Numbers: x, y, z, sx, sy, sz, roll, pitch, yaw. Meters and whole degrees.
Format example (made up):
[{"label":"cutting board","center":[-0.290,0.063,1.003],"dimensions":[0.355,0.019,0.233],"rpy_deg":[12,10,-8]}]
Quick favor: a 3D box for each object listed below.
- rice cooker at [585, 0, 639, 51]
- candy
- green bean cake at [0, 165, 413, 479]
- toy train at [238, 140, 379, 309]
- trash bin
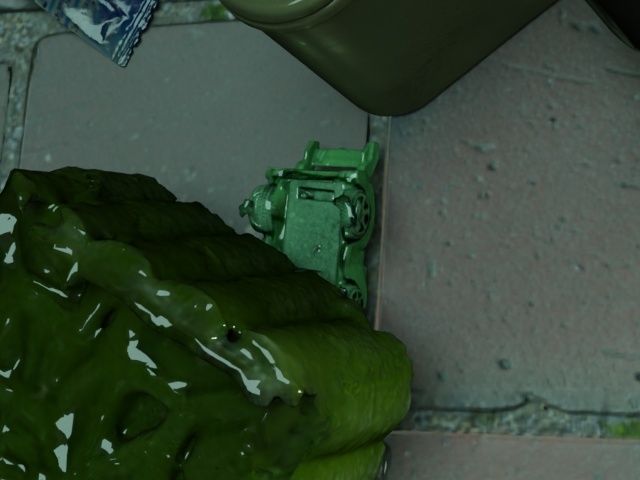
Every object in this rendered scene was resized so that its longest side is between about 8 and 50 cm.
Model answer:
[{"label":"rice cooker","center":[0.327,-0.211,0.909],"dimensions":[0.335,0.335,0.325],"rpy_deg":[-38,67,9]},{"label":"candy","center":[-0.198,-0.218,1.274],"dimensions":[0.136,0.038,0.088],"rpy_deg":[33,94,16]},{"label":"green bean cake","center":[-0.137,0.142,1.034],"dimensions":[0.335,0.218,0.319],"rpy_deg":[32,105,26]},{"label":"toy train","center":[0.000,0.000,1.122],"dimensions":[0.099,0.081,0.149],"rpy_deg":[3,95,29]},{"label":"trash bin","center":[0.065,-0.210,1.053],"dimensions":[0.243,0.247,0.121],"rpy_deg":[-39,67,10]}]
